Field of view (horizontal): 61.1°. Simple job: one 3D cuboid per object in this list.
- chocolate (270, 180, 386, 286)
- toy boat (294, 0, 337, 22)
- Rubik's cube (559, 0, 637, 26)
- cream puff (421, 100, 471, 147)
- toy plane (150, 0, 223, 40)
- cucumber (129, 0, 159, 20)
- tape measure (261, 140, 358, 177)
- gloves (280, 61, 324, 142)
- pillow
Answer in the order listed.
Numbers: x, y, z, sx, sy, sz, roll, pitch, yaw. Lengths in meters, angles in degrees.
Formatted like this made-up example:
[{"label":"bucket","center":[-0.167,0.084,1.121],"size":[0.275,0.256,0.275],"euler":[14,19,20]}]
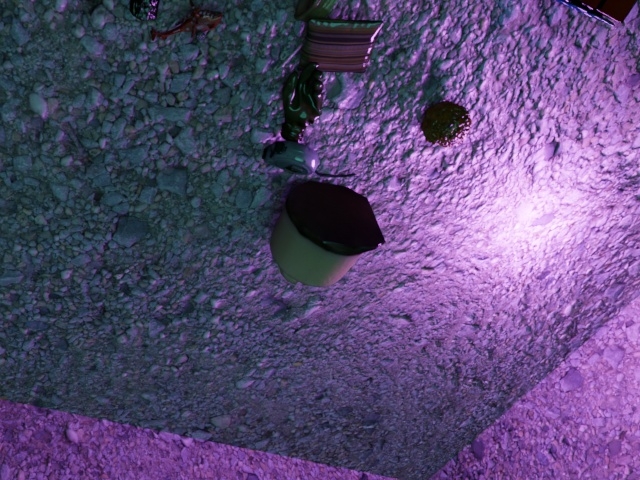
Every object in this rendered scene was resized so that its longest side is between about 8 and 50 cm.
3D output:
[{"label":"chocolate","center":[0.000,0.000,1.812],"size":[0.326,0.314,0.297],"euler":[3,134,-21]},{"label":"toy boat","center":[0.005,-0.654,1.436],"size":[0.061,0.116,0.188],"euler":[23,118,-34]},{"label":"Rubik's cube","center":[0.695,-0.774,1.420],"size":[0.283,0.288,0.293],"euler":[14,119,-25]},{"label":"cream puff","center":[0.410,-0.368,1.750],"size":[0.165,0.115,0.150],"euler":[-27,125,5]},{"label":"toy plane","center":[-0.348,-0.558,1.428],"size":[0.194,0.126,0.077],"euler":[-33,154,9]},{"label":"cucumber","center":[-0.415,-0.694,1.323],"size":[0.072,0.072,0.300],"euler":[8,124,-20]},{"label":"tape measure","center":[-0.012,-0.229,1.726],"size":[0.330,0.164,0.084],"euler":[19,84,-23]},{"label":"gloves","center":[-0.052,-0.411,1.608],"size":[0.135,0.107,0.268],"euler":[15,138,-14]},{"label":"pillow","center":[0.051,-0.544,1.522],"size":[0.208,0.052,0.212],"euler":[-1,160,-11]}]
